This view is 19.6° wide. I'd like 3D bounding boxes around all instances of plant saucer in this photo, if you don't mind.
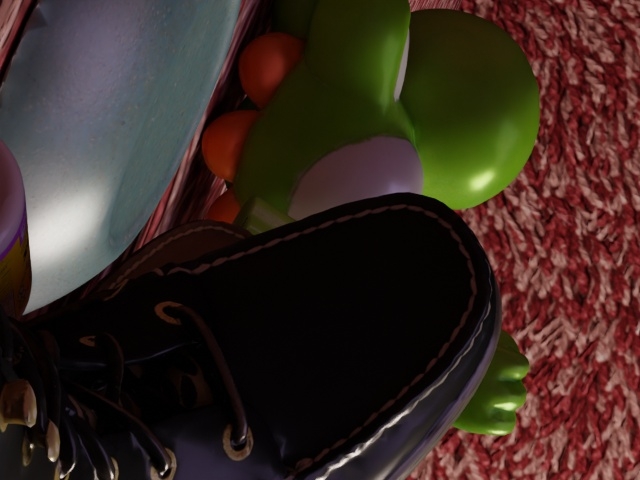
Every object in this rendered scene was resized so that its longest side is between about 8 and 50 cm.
[{"bbox_3d":[-0.065,-0.050,0.632,0.195,0.037,0.195,25,90,-86],"label":"plant saucer"}]

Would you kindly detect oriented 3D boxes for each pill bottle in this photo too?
[{"bbox_3d":[-0.097,0.003,0.477,0.083,0.043,0.043,107,9,-66],"label":"pill bottle"}]

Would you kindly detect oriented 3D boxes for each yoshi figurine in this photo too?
[{"bbox_3d":[0.036,0.020,1.035,0.203,0.204,0.362,-42,143,-60],"label":"yoshi figurine"}]

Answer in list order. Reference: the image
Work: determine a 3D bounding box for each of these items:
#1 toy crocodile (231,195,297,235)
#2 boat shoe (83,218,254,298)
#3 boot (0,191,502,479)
[{"bbox_3d":[-0.091,0.138,0.892,0.340,0.115,0.105,-63,-165,-1],"label":"toy crocodile"},{"bbox_3d":[-0.079,0.086,0.720,0.104,0.111,0.307,112,4,-47],"label":"boat shoe"},{"bbox_3d":[-0.053,0.040,0.427,0.236,0.085,0.178,-29,163,-10],"label":"boot"}]
